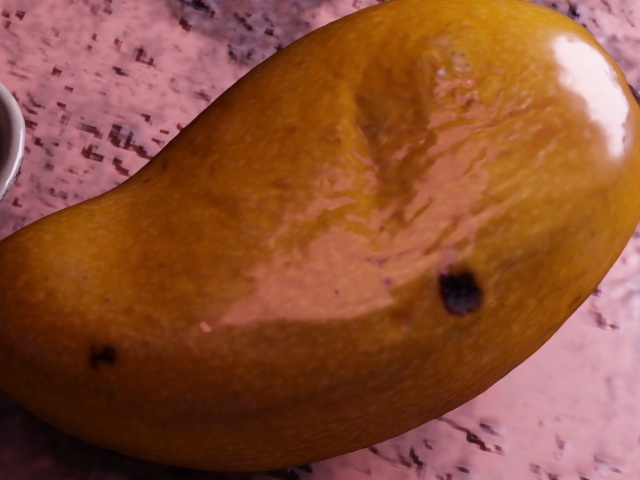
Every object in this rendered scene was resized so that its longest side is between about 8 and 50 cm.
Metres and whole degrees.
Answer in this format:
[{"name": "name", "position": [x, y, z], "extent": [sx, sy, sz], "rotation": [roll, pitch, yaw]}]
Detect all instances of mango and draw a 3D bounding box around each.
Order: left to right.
[{"name": "mango", "position": [0.001, 0.002, 0.678], "extent": [0.262, 0.109, 0.157], "rotation": [-26, 63, -7]}]

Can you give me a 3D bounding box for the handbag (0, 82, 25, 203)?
[{"name": "handbag", "position": [-0.246, 0.004, 0.608], "extent": [0.315, 0.109, 0.241], "rotation": [-27, 61, -15]}]
